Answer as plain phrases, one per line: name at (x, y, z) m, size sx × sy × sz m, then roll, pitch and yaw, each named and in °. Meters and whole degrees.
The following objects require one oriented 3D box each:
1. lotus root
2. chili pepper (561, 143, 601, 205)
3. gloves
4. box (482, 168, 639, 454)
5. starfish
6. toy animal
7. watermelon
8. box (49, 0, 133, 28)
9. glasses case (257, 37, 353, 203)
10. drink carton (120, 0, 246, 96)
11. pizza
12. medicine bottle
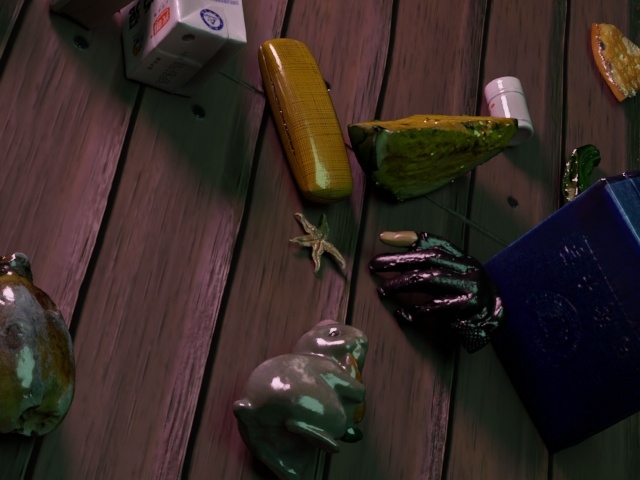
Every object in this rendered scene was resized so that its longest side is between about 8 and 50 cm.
lotus root at (-0.297, 0.100, 1.471) m, size 0.113 × 0.088 × 0.192 m, roll 22°, pitch 47°, yaw -49°
chili pepper at (0.389, -0.085, 2.225) m, size 0.073 × 0.050 × 0.182 m, roll 27°, pitch 44°, yaw -15°
gloves at (0.148, 0.047, 1.881) m, size 0.181 × 0.106 × 0.129 m, roll 45°, pitch 44°, yaw -12°
box at (0.350, 0.093, 1.895) m, size 0.116 × 0.279 × 0.261 m, roll -12°, pitch 70°, yaw -45°
starfish at (0.000, 0.000, 1.852) m, size 0.092 × 0.016 × 0.086 m, roll 43°, pitch 44°, yaw -1°
toy animal at (-0.001, 0.148, 1.679) m, size 0.127 × 0.125 × 0.251 m, roll 67°, pitch 29°, yaw -27°
watermelon at (0.131, -0.129, 1.970) m, size 0.301 × 0.129 × 0.123 m, roll -8°, pitch 70°, yaw -49°
box at (-0.255, -0.310, 1.772) m, size 0.062 × 0.122 × 0.089 m, roll 37°, pitch 42°, yaw -32°
glasses case at (-0.018, -0.152, 1.904) m, size 0.079 × 0.064 × 0.234 m, roll 1°, pitch 62°, yaw -39°
drink carton at (-0.180, -0.343, 1.849) m, size 0.106 × 0.130 × 0.315 m, roll 13°, pitch 56°, yaw -33°
pizza at (0.487, -0.288, 2.460) m, size 0.099 × 0.036 × 0.160 m, roll 9°, pitch 57°, yaw -36°
medicine bottle at (0.274, -0.187, 2.189) m, size 0.057 × 0.057 × 0.089 m, roll 11°, pitch 56°, yaw -36°
